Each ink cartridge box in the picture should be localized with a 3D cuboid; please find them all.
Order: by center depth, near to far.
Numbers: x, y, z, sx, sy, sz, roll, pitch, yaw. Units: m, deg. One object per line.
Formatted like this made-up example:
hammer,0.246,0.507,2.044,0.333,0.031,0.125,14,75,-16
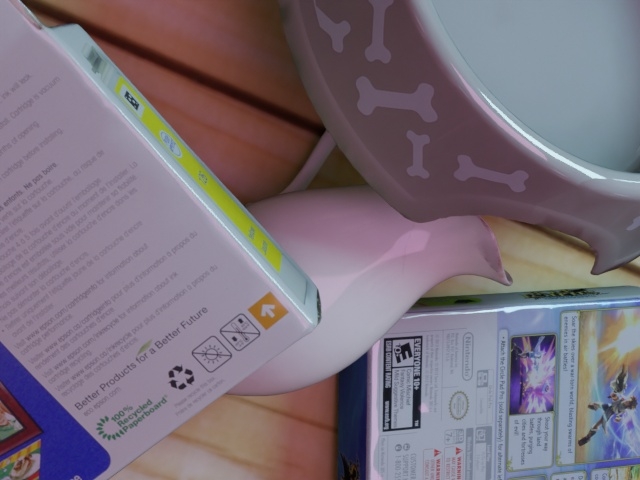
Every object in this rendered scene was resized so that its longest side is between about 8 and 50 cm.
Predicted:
ink cartridge box,-0.212,0.020,0.982,0.303,0.072,0.307,-36,106,14

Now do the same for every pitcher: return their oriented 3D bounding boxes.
pitcher,0.000,0.000,1.103,0.207,0.178,0.125,-26,143,3

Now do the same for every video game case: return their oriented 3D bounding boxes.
video game case,0.133,0.174,1.218,0.244,0.061,0.270,-2,98,-22

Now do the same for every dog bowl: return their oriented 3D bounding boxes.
dog bowl,0.148,-0.155,1.050,0.348,0.102,0.349,11,67,-27
